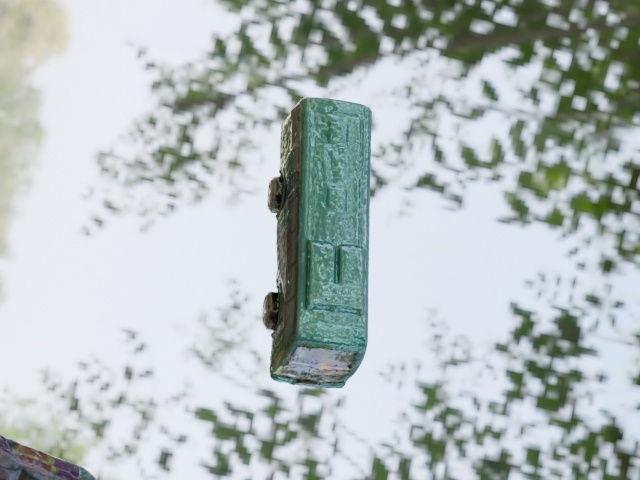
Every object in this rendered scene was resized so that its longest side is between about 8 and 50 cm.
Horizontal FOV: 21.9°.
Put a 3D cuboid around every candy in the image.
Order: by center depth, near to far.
[{"bbox_3d":[-0.235,0.188,1.316,0.043,0.175,0.045,-54,-154,22],"label":"candy"}]

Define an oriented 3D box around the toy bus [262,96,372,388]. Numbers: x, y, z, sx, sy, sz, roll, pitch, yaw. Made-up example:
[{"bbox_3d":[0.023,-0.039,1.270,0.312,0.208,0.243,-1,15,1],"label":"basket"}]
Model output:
[{"bbox_3d":[0.000,0.000,1.523,0.109,0.091,0.262,126,-33,-64],"label":"toy bus"}]
